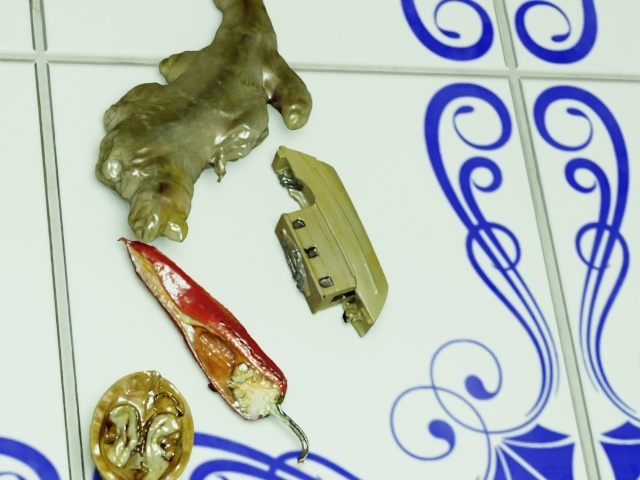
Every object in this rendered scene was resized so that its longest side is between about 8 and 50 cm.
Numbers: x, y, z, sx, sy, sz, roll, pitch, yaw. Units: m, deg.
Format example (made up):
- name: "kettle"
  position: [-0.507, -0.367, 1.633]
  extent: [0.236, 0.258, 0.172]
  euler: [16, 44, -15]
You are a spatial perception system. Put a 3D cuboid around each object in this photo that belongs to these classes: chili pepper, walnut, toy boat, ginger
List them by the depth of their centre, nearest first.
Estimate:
- name: "walnut"
  position: [-0.161, 0.177, 1.716]
  extent: [0.091, 0.052, 0.121]
  euler: [14, 59, -10]
- name: "chili pepper"
  position: [-0.093, 0.095, 1.787]
  extent: [0.268, 0.059, 0.050]
  euler: [48, 22, 11]
- name: "toy boat"
  position: [0.000, 0.000, 1.859]
  extent: [0.077, 0.057, 0.200]
  euler: [-18, 71, -19]
- name: "ginger"
  position: [-0.110, -0.118, 1.867]
  extent: [0.166, 0.080, 0.333]
  euler: [31, 51, 7]
